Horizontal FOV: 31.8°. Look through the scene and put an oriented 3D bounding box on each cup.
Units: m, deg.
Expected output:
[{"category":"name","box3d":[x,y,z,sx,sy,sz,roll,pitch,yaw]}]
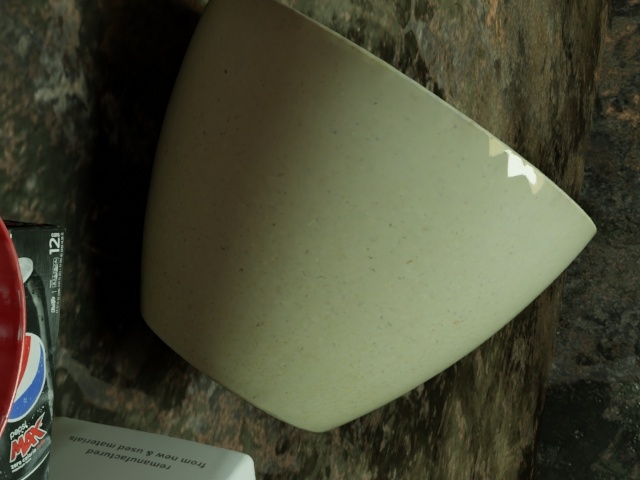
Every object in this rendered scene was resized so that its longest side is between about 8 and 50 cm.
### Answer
[{"category":"cup","box3d":[0.000,0.000,0.840,0.237,0.331,0.331,-57,157,2]}]

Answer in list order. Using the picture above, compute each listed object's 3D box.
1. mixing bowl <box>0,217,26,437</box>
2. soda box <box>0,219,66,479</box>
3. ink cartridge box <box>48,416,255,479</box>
[{"category":"mixing bowl","box3d":[-0.229,0.049,0.510,0.181,0.098,0.181,6,90,-68]},{"category":"soda box","box3d":[-0.192,0.072,0.657,0.053,0.060,0.168,-6,101,-66]},{"category":"ink cartridge box","box3d":[-0.172,0.331,0.645,0.384,0.161,0.279,-50,142,-54]}]
